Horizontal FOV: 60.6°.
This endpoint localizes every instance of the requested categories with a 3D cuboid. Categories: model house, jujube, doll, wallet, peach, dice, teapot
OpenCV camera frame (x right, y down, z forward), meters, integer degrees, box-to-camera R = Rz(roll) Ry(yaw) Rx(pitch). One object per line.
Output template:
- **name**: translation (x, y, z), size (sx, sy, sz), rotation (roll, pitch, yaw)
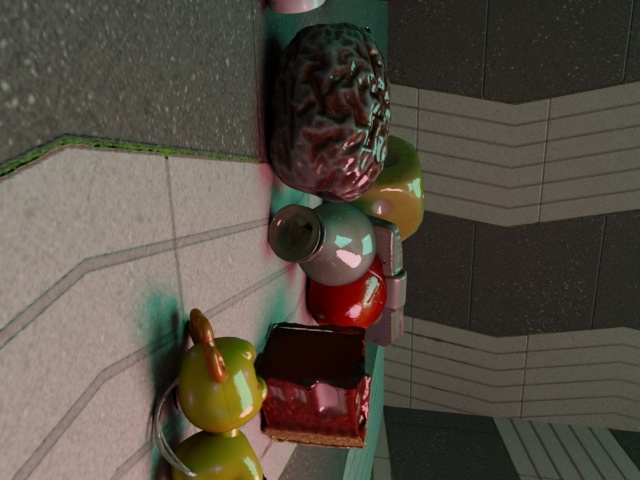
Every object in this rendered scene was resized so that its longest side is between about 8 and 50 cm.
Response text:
- **model house**: translation (-0.004, 0.295, 1.033), size (0.160, 0.196, 0.254), rotation (-75, 163, -53)
- **jujube**: translation (0.019, -0.231, 0.991), size (0.226, 0.226, 0.317), rotation (20, 75, -77)
- **doll**: translation (-0.130, 0.190, 0.648), size (0.143, 0.135, 0.221), rotation (-157, -120, -69)
- **wallet**: translation (0.113, 0.096, 1.439), size (0.083, 0.252, 0.360), rotation (-29, 125, -45)
- **peach**: translation (0.071, 0.113, 1.339), size (0.190, 0.196, 0.226), rotation (113, -4, -73)
- **dice**: translation (0.161, -0.142, 1.548), size (0.233, 0.226, 0.238), rotation (85, 0, -47)
- **teapot**: translation (0.000, 0.000, 1.091), size (0.251, 0.183, 0.184), rotation (12, 81, -65)

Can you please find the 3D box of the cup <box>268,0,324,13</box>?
- **cup**: translation (-0.060, -0.462, 0.913), size (0.099, 0.136, 0.133), rotation (-39, 140, -27)
